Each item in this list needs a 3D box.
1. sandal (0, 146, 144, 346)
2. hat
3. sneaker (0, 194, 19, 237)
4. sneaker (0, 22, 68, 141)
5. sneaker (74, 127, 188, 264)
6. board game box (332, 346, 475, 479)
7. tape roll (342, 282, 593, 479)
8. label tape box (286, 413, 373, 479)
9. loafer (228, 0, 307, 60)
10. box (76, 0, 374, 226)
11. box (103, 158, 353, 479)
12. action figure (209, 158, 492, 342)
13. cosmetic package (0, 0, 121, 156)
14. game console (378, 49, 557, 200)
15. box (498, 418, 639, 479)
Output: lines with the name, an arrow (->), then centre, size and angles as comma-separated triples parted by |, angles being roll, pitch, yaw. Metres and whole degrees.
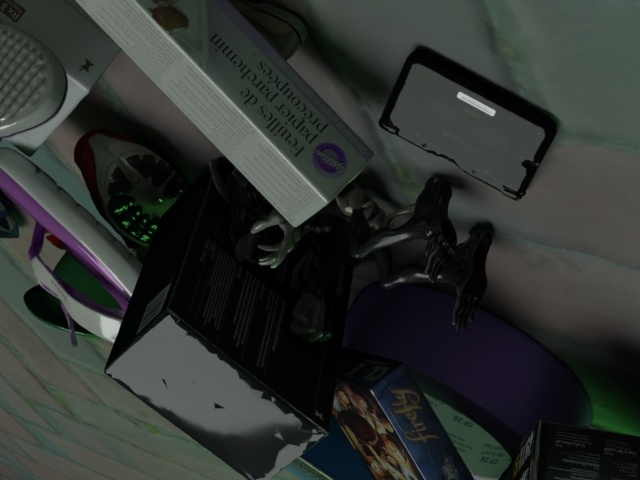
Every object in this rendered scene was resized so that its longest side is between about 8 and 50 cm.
sandal -> -0.202, 0.075, 1.419 | 0.416, 0.102, 0.169 | 46, 168, 1
hat -> -0.273, 0.007, 1.770 | 0.173, 0.183, 0.208 | 25, -161, 34
sneaker -> -0.424, -0.034, 1.852 | 0.053, 0.059, 0.144 | -1, 171, 0
sneaker -> -0.303, -0.125, 1.257 | 0.282, 0.102, 0.161 | 5, 170, 31
sneaker -> -0.171, -0.023, 1.513 | 0.118, 0.107, 0.279 | 38, 163, 40
board game box -> 0.089, 0.216, 1.332 | 0.243, 0.042, 0.165 | 59, 163, -11
tape roll -> 0.135, 0.158, 1.463 | 0.275, 0.090, 0.275 | 26, 157, 12
label tape box -> 0.008, 0.226, 1.668 | 0.241, 0.106, 0.333 | 33, 169, 3
loafer -> -0.071, -0.169, 1.114 | 0.125, 0.039, 0.045 | 20, 156, 26
box -> -0.100, -0.151, 1.074 | 0.324, 0.063, 0.067 | 46, 150, -4
box -> -0.076, 0.070, 1.327 | 0.184, 0.261, 0.103 | 37, 119, -16
action figure -> 0.000, 0.000, 1.246 | 0.276, 0.141, 0.164 | 12, 153, 35
cosmetic package -> -0.266, -0.167, 1.320 | 0.117, 0.085, 0.231 | 38, 155, -14
game console -> 0.113, -0.087, 1.081 | 0.122, 0.071, 0.107 | 29, 128, 7
box -> 0.326, 0.259, 1.304 | 0.322, 0.079, 0.257 | 10, 157, 0
